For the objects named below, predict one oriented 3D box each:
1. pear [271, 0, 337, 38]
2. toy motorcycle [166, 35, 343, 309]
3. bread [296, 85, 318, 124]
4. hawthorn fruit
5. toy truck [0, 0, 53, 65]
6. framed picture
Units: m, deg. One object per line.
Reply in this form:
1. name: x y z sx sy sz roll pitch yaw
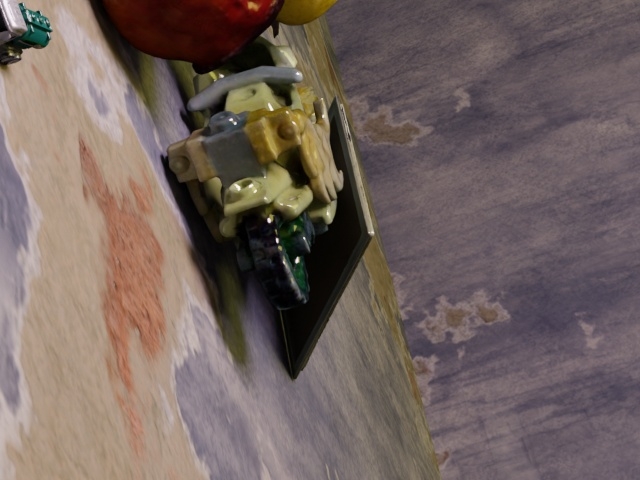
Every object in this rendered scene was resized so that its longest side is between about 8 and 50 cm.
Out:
1. pear: -0.070 -0.333 1.605 0.267 0.267 0.178 -79 -169 -75
2. toy motorcycle: -0.064 -0.095 1.594 0.410 0.169 0.237 -93 162 -63
3. bread: -0.030 -0.090 1.993 0.186 0.124 0.257 57 18 -63
4. hawthorn fruit: -0.152 -0.283 1.422 0.251 0.189 0.189 23 47 -57
5. toy truck: -0.230 -0.158 1.026 0.083 0.044 0.039 -1 70 -82
6. framed picture: 0.000 0.000 1.750 0.296 0.019 0.232 117 -29 -46
